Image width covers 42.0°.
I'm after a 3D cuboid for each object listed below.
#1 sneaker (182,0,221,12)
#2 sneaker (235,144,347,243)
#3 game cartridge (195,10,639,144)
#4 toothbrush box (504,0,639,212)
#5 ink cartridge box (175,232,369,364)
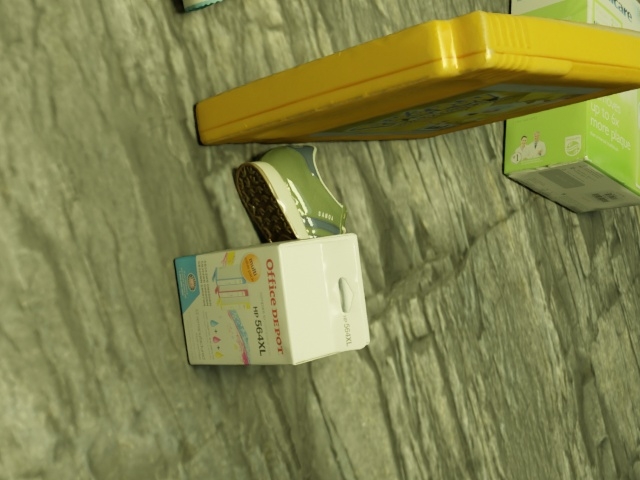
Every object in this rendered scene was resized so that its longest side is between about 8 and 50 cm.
[{"bbox_3d":[-0.040,-0.284,0.725,0.228,0.087,0.092,-37,114,-29],"label":"sneaker"},{"bbox_3d":[0.000,0.000,0.764,0.086,0.064,0.192,-35,107,-38],"label":"sneaker"},{"bbox_3d":[0.102,-0.130,0.731,0.323,0.285,0.053,-12,93,-46],"label":"game cartridge"},{"bbox_3d":[0.356,-0.202,1.129,0.206,0.122,0.283,20,69,-44],"label":"toothbrush box"},{"bbox_3d":[-0.033,0.047,0.666,0.090,0.143,0.092,-9,90,-47],"label":"ink cartridge box"}]
